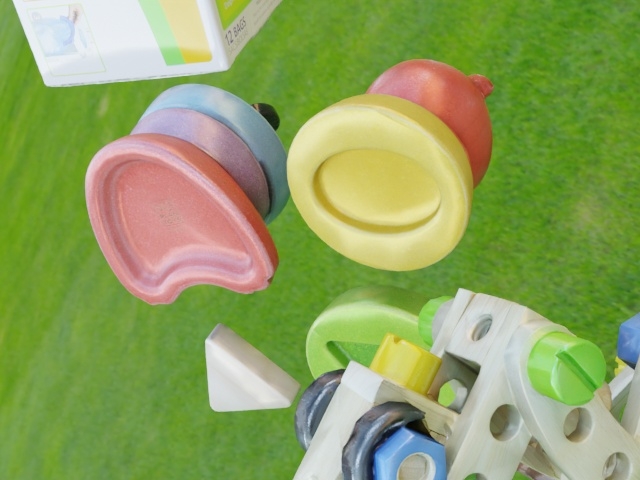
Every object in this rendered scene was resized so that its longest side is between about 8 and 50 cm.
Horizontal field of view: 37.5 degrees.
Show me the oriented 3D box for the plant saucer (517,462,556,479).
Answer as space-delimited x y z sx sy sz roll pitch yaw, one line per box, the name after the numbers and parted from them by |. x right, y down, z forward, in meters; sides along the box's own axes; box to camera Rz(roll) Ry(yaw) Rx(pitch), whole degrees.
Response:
0.272 0.227 0.972 0.310 0.310 0.050 6 62 60 | plant saucer

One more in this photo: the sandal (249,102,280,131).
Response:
-0.117 -0.074 0.840 0.179 0.067 0.040 -33 71 11 | sandal

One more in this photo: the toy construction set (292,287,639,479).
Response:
0.075 0.163 0.447 0.151 0.215 0.328 -12 54 59 | toy construction set

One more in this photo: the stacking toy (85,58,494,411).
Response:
0.000 0.000 0.711 0.308 0.280 0.130 0 35 30 | stacking toy

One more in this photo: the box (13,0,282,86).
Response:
-0.097 -0.191 0.448 0.103 0.203 0.114 -2 33 19 | box
